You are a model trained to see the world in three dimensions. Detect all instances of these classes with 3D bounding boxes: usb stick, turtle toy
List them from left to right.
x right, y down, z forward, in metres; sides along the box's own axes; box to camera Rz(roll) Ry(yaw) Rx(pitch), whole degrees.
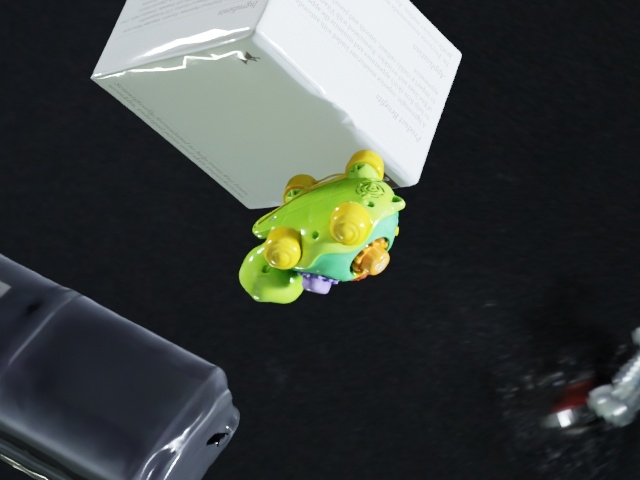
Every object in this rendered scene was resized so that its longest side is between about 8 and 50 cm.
[{"bbox_3d":[-0.163,0.025,0.655,0.278,0.077,0.045,26,-38,15],"label":"usb stick"},{"bbox_3d":[0.000,0.000,1.103,0.130,0.095,0.066,-21,-64,23],"label":"turtle toy"}]

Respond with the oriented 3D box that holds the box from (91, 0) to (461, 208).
[{"bbox_3d":[-0.030,-0.125,1.198,0.182,0.181,0.119,-7,-127,44],"label":"box"}]
